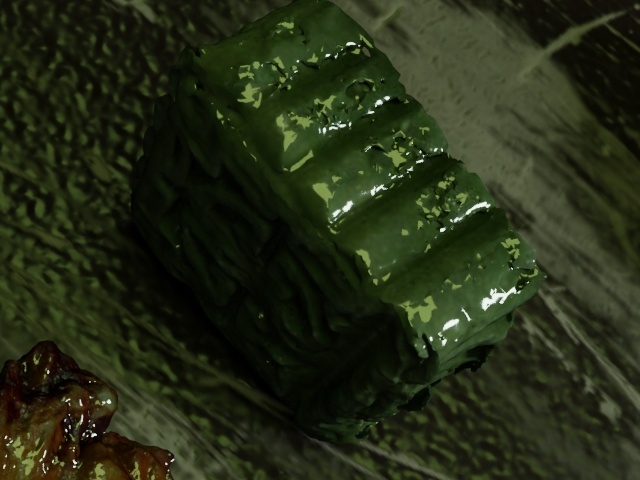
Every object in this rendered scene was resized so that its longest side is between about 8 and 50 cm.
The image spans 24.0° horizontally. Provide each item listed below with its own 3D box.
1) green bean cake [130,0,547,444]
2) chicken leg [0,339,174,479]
[{"bbox_3d":[0.000,0.000,0.970,0.132,0.241,0.255,-32,82,-28],"label":"green bean cake"},{"bbox_3d":[-0.140,0.220,0.934,0.177,0.083,0.322,6,64,-32],"label":"chicken leg"}]
